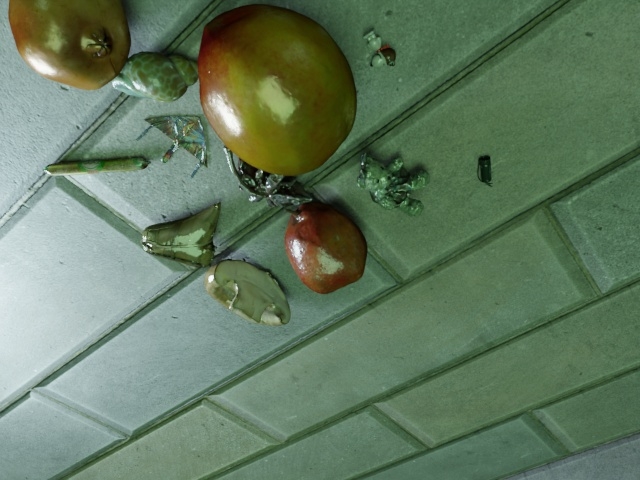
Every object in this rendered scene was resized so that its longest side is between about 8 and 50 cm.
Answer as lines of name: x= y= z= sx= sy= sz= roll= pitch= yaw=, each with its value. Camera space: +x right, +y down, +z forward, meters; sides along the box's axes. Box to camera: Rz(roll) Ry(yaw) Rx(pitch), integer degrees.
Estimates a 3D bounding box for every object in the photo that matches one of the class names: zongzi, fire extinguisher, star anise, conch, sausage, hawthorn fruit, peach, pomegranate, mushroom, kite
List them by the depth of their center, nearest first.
pomegranate: x=-0.465 y=-0.395 z=0.871 sx=0.209 sy=0.209 sz=0.209 roll=0 pitch=127 yaw=-1
peach: x=-0.087 y=-0.287 z=0.897 sx=0.308 sy=0.307 sz=0.332 roll=-30 pitch=127 yaw=20
conch: x=-0.347 y=-0.343 z=0.973 sx=0.173 sy=0.106 sz=0.116 roll=2 pitch=166 yaw=22
kite: x=-0.334 y=-0.238 z=1.109 sx=0.183 sy=0.010 sz=0.160 roll=37 pitch=119 yaw=-26
star anise: x=-0.135 y=-0.140 z=1.110 sx=0.231 sy=0.089 sz=0.209 roll=21 pitch=153 yaw=-15
sausage: x=-0.546 y=-0.180 z=1.136 sx=0.269 sy=0.032 sz=0.032 roll=-4 pitch=127 yaw=2
fire extinguisher: x=0.412 y=-0.171 z=1.165 sx=0.038 sy=0.025 sz=0.083 roll=13 pitch=138 yaw=38
hawthorn fruit: x=0.000 y=0.000 z=1.179 sx=0.211 sy=0.210 sz=0.262 roll=-26 pitch=117 yaw=18
zongzi: x=-0.361 y=-0.034 z=1.217 sx=0.195 sy=0.099 sz=0.197 roll=13 pitch=116 yaw=-11
mushroom: x=-0.226 y=0.164 z=1.346 sx=0.151 sy=0.156 sz=0.286 roll=-24 pitch=127 yaw=40

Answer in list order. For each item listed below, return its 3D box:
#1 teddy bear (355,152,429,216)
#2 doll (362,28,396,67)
teddy bear: x=0.159 y=-0.144 z=1.135 sx=0.213 sy=0.111 sz=0.133 roll=20 pitch=83 yaw=-27
doll: x=0.126 y=-0.402 z=0.976 sx=0.058 sy=0.040 sz=0.085 roll=-7 pitch=128 yaw=18
